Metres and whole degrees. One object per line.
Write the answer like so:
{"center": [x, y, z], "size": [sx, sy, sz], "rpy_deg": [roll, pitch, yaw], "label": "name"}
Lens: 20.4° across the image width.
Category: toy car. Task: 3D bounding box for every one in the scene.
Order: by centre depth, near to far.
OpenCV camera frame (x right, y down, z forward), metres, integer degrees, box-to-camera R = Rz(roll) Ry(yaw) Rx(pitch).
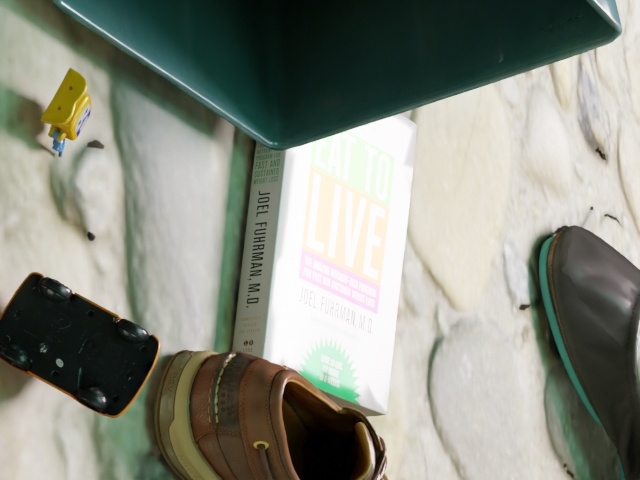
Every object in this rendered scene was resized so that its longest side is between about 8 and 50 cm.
{"center": [-0.080, 0.004, 0.649], "size": [0.040, 0.060, 0.122], "rpy_deg": [95, 6, -74], "label": "toy car"}

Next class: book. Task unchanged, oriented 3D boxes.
{"center": [0.000, 0.000, 0.814], "size": [0.096, 0.035, 0.144], "rpy_deg": [27, 63, -51], "label": "book"}

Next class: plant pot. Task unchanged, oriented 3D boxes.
{"center": [0.003, -0.190, 0.724], "size": [0.165, 0.165, 0.234], "rpy_deg": [33, 47, -54], "label": "plant pot"}

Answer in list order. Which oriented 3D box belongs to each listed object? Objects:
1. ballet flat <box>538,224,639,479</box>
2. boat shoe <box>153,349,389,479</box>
{"center": [0.219, 0.110, 1.105], "size": [0.095, 0.096, 0.280], "rpy_deg": [-53, 129, -50], "label": "ballet flat"}
{"center": [-0.001, 0.102, 0.757], "size": [0.178, 0.060, 0.064], "rpy_deg": [48, 46, -46], "label": "boat shoe"}
